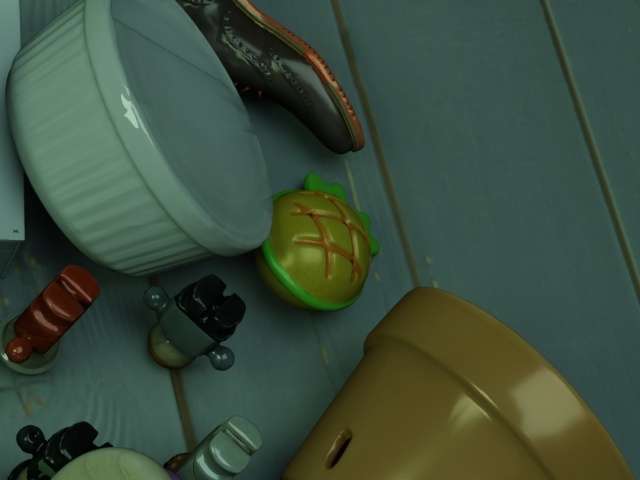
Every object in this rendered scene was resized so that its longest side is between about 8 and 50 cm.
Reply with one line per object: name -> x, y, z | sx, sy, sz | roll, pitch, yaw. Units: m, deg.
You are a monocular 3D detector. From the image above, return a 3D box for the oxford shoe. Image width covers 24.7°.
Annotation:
oxford shoe -> -0.068, -0.174, 1.462 | 0.098, 0.097, 0.271 | -43, 86, -12

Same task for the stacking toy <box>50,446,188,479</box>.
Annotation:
stacking toy -> -0.083, 0.266, 1.175 | 0.330, 0.141, 0.141 | 33, 50, -53

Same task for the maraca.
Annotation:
maraca -> 0.000, 0.000, 1.406 | 0.127, 0.099, 0.185 | 51, 33, -7

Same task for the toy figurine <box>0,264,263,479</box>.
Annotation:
toy figurine -> -0.166, 0.135, 1.248 | 0.210, 0.148, 0.213 | 1, 65, -30

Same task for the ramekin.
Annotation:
ramekin -> -0.162, -0.093, 1.287 | 0.273, 0.127, 0.273 | 55, 20, -31

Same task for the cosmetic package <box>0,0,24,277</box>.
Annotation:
cosmetic package -> -0.303, -0.095, 1.304 | 0.061, 0.099, 0.239 | 4, 67, -23

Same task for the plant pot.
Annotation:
plant pot -> 0.102, 0.213, 1.269 | 0.203, 0.291, 0.291 | -39, 88, -16
